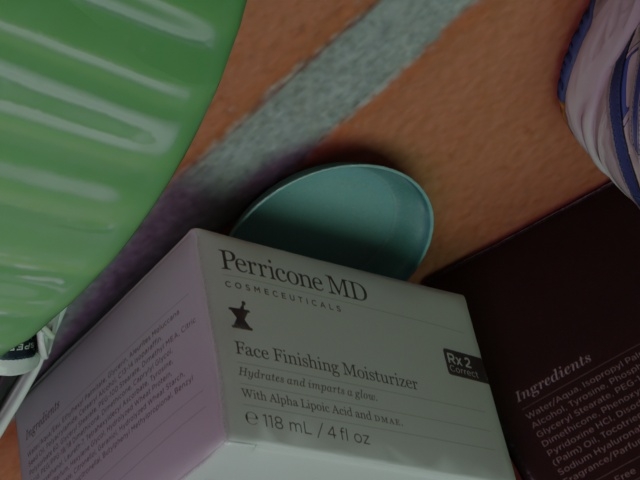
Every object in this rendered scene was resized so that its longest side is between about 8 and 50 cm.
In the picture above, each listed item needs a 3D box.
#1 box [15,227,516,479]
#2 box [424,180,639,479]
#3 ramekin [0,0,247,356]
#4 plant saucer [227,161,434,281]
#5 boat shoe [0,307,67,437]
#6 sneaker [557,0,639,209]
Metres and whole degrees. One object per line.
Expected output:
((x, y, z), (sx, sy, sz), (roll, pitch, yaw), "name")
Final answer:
((-0.033, 0.104, 0.834), (0.181, 0.119, 0.182), (14, 138, -36), "box")
((0.188, 0.098, 0.902), (0.167, 0.203, 0.168), (-29, 139, 3), "box")
((-0.156, -0.100, 0.466), (0.148, 0.303, 0.303), (17, 123, -47), "ramekin")
((0.000, 0.000, 0.845), (0.119, 0.021, 0.119), (-15, 138, -14), "plant saucer")
((-0.149, 0.033, 0.761), (0.083, 0.076, 0.226), (2, 131, -29), "boat shoe")
((0.202, -0.128, 0.737), (0.112, 0.131, 0.296), (-8, 134, -17), "sneaker")
